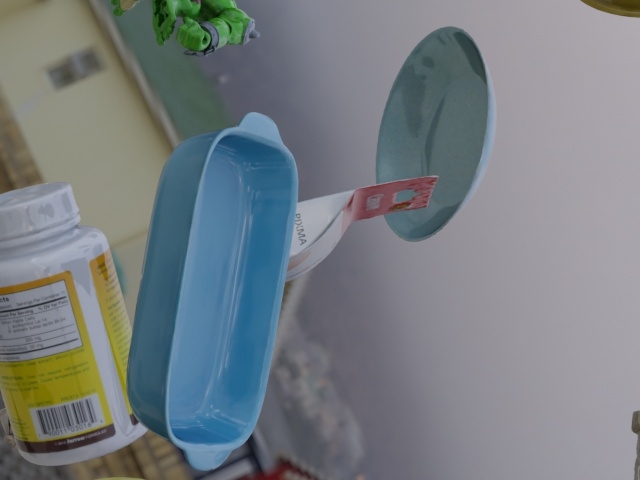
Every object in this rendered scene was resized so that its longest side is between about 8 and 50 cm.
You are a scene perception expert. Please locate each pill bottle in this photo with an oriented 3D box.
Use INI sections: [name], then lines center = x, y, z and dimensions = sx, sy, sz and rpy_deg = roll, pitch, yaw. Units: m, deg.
[pill bottle]
center = -0.215, 0.066, 1.511
dimensions = 0.117, 0.117, 0.215
rpy_deg = -145, -140, -74

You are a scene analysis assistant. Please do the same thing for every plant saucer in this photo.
[plant saucer]
center = 0.111, -0.092, 1.654
dimensions = 0.195, 0.037, 0.195
rpy_deg = -33, -129, 55

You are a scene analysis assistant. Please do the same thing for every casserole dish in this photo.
[casserole dish]
center = -0.059, 0.025, 0.976
dimensions = 0.114, 0.037, 0.188
rpy_deg = 14, 85, -65

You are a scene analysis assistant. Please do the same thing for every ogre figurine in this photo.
[ogre figurine]
center = -0.144, -0.254, 2.004
dimensions = 0.197, 0.118, 0.097
rpy_deg = 20, -76, 51

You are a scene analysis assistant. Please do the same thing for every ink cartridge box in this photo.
[ink cartridge box]
center = 0.000, 0.000, 1.382
dimensions = 0.145, 0.179, 0.045
rpy_deg = 92, -12, -82

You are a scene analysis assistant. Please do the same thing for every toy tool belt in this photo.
[toy tool belt]
center = -0.309, 0.198, 1.958
dimensions = 0.083, 0.052, 0.051
rpy_deg = -28, -110, 62

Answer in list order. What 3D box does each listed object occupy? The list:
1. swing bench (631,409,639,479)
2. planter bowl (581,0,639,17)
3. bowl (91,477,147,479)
[swing bench]
center = 0.346, 0.202, 1.463
dimensions = 0.255, 0.165, 0.253
rpy_deg = 103, -2, -54
[planter bowl]
center = 0.285, -0.276, 1.464
dimensions = 0.217, 0.217, 0.090
rpy_deg = 54, -8, 53
[bowl]
center = -0.133, 0.332, 1.793
dimensions = 0.289, 0.156, 0.289
rpy_deg = 47, -22, 25
